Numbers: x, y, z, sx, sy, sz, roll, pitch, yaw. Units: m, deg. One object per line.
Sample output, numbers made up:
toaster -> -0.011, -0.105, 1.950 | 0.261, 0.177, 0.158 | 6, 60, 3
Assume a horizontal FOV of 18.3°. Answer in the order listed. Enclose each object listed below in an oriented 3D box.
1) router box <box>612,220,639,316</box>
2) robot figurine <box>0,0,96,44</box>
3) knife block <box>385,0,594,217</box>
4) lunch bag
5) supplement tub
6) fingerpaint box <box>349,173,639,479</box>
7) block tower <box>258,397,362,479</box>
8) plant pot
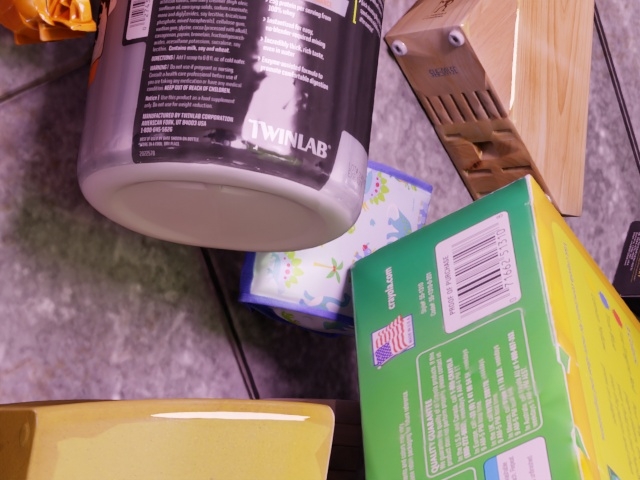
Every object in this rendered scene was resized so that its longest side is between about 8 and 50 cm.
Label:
router box -> 0.449, 0.080, 1.784 | 0.309, 0.243, 0.081 | 34, 67, -37
robot figurine -> -0.232, -0.267, 1.276 | 0.211, 0.085, 0.291 | -14, 98, -43
knife block -> 0.175, -0.186, 1.644 | 0.242, 0.088, 0.276 | -47, 118, -32
lunch bag -> 0.000, 0.000, 1.474 | 0.151, 0.096, 0.129 | 20, 75, -50
supplement tub -> -0.052, -0.165, 1.353 | 0.193, 0.193, 0.316 | 22, 67, -40
fingerpaint box -> 0.185, 0.242, 1.346 | 0.371, 0.163, 0.445 | 49, 23, -34
block tower -> -0.040, 0.279, 1.431 | 0.097, 0.091, 0.335 | 10, 81, -43
plant pot -> -0.137, 0.195, 1.282 | 0.187, 0.212, 0.212 | 14, 79, -28
